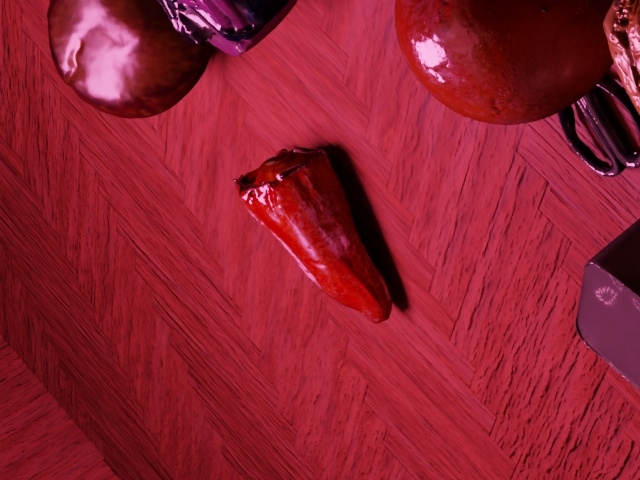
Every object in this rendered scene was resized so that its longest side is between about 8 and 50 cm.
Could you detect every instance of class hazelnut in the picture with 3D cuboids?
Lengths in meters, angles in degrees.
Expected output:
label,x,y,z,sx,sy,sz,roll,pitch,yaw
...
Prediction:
label,x,y,z,sx,sy,sz,roll,pitch,yaw
hazelnut,-0.223,-0.267,2.351,0.218,0.218,0.234,23,120,49

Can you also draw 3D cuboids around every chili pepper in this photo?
label,x,y,z,sx,sy,sz,roll,pitch,yaw
chili pepper,0.000,0.000,2.348,0.144,0.136,0.252,-18,114,36

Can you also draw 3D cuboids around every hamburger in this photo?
label,x,y,z,sx,sy,sz,roll,pitch,yaw
hamburger,0.310,-0.160,1.573,0.147,0.138,0.083,64,157,-3

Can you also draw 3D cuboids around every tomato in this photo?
label,x,y,z,sx,sy,sz,roll,pitch,yaw
tomato,0.168,-0.208,1.686,0.208,0.208,0.184,47,165,20

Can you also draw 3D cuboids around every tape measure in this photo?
label,x,y,z,sx,sy,sz,roll,pitch,yaw
tape measure,-0.138,-0.319,2.098,0.245,0.149,0.231,45,172,-15

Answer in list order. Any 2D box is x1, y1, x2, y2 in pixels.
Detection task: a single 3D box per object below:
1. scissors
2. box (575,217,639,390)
label,x,y,z,sx,sy,sz,roll,pitch,yaw
scissors,0.222,-0.196,1.823,0.300,0.022,0.109,60,151,-4
box,0.356,0.076,1.767,0.243,0.135,0.163,42,151,28
